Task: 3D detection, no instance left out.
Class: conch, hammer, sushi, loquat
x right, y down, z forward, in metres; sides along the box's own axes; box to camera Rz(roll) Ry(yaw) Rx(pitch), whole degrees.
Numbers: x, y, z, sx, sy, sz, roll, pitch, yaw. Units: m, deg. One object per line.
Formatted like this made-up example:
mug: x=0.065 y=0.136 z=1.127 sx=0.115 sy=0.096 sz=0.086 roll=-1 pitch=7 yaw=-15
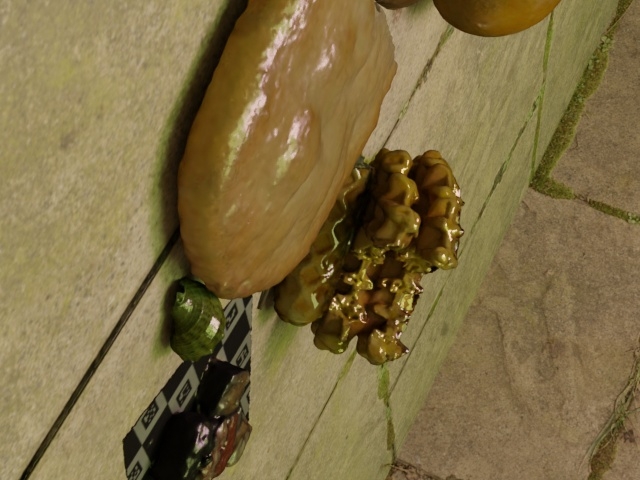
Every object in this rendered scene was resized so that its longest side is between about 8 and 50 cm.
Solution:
conch: x=-0.152 y=0.094 z=1.390 sx=0.089 sy=0.074 sz=0.121 roll=-95 pitch=170 yaw=-50
hammer: x=-0.070 y=0.050 z=1.646 sx=0.035 sy=0.019 sz=0.110 roll=-25 pitch=139 yaw=-66
sushi: x=-0.146 y=0.271 z=1.591 sx=0.320 sy=0.068 sz=0.339 roll=-52 pitch=157 yaw=-41
loquat: x=0.267 y=-0.424 z=1.757 sx=0.244 sy=0.243 sz=0.244 roll=-56 pitch=159 yaw=-34

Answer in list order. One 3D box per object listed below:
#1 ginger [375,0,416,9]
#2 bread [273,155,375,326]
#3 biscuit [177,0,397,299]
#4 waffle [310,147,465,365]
ginger: x=0.130 y=-0.401 z=1.474 sx=0.152 sy=0.138 sz=0.267 roll=-48 pitch=180 yaw=-41
bread: x=0.000 y=0.000 z=1.672 sx=0.087 sy=0.098 sz=0.270 roll=11 pitch=105 yaw=-30
biscuit: x=-0.030 y=-0.139 z=1.377 sx=0.446 sy=0.104 sz=0.429 roll=-64 pitch=163 yaw=-17
waffle: x=0.100 y=0.021 z=1.734 sx=0.261 sy=0.151 sz=0.324 roll=-87 pitch=-160 yaw=-49
